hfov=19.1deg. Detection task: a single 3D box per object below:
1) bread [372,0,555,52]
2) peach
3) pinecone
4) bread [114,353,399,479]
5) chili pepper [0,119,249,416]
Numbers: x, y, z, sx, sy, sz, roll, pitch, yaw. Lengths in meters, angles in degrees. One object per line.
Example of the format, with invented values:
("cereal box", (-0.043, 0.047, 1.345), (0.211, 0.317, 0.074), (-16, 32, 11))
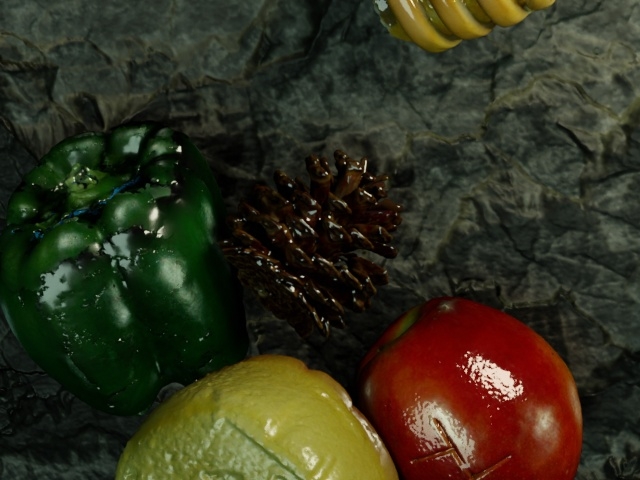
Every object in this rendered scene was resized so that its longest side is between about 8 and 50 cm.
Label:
("bread", (0.124, -0.228, 1.607), (0.177, 0.084, 0.119), (-18, 114, 33))
("peach", (0.144, 0.169, 1.822), (0.226, 0.196, 0.190), (46, 166, -6))
("pinecone", (0.002, -0.006, 1.788), (0.163, 0.165, 0.163), (38, 166, 12))
("bread", (-0.060, 0.246, 1.805), (0.270, 0.148, 0.269), (9, 110, 27))
("chili pepper", (-0.186, 0.031, 1.876), (0.233, 0.248, 0.256), (-10, 128, 21))
